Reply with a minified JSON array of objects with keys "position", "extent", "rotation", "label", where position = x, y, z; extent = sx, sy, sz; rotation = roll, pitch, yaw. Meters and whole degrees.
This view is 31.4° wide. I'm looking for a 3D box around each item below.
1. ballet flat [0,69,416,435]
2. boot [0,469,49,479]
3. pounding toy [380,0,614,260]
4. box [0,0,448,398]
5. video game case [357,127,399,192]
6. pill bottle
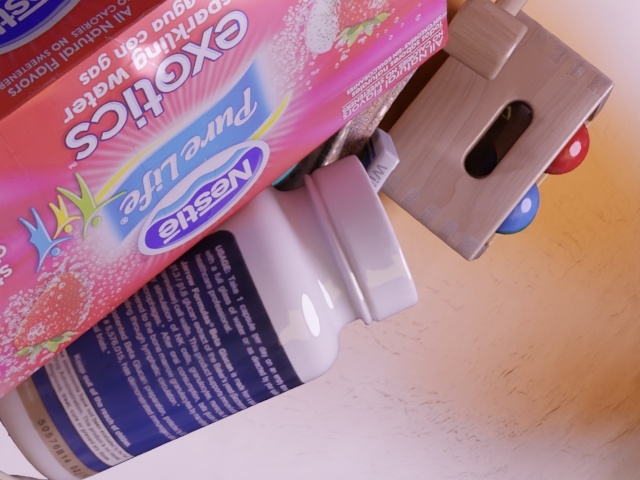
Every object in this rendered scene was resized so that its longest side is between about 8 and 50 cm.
[{"position":[-0.042,-0.017,0.579],"extent":[0.316,0.107,0.106],"rotation":[-51,167,8],"label":"ballet flat"},{"position":[-0.248,0.172,0.526],"extent":[0.262,0.095,0.203],"rotation":[-30,145,3],"label":"boot"},{"position":[0.116,-0.079,0.648],"extent":[0.181,0.094,0.206],"rotation":[-51,172,6],"label":"pounding toy"},{"position":[-0.087,-0.070,0.418],"extent":[0.257,0.128,0.123],"rotation":[-40,150,-15],"label":"box"},{"position":[0.000,0.000,0.582],"extent":[0.122,0.011,0.087],"rotation":[-56,-174,11],"label":"video game case"},{"position":[-0.049,0.028,0.480],"extent":[0.169,0.094,0.094],"rotation":[-23,149,0],"label":"pill bottle"}]
